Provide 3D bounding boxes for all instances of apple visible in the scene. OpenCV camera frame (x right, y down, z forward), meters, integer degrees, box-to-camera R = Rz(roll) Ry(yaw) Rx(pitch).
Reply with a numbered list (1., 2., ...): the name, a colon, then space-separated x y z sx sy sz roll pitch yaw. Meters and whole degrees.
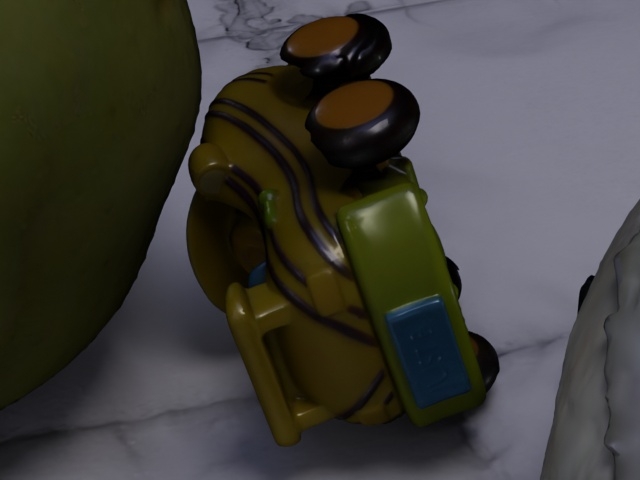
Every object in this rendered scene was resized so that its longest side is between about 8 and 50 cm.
1. apple: -0.213 -0.062 0.817 0.320 0.311 0.360 -13 19 13

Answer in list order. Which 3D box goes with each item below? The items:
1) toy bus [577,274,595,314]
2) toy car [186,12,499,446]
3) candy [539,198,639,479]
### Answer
1. toy bus: 0.222 0.077 0.760 0.089 0.087 0.194 -25 38 -36
2. toy car: 0.000 0.000 0.818 0.142 0.200 0.248 -19 32 1
3. candy: 0.270 0.071 0.549 0.386 0.186 0.427 -10 41 17
